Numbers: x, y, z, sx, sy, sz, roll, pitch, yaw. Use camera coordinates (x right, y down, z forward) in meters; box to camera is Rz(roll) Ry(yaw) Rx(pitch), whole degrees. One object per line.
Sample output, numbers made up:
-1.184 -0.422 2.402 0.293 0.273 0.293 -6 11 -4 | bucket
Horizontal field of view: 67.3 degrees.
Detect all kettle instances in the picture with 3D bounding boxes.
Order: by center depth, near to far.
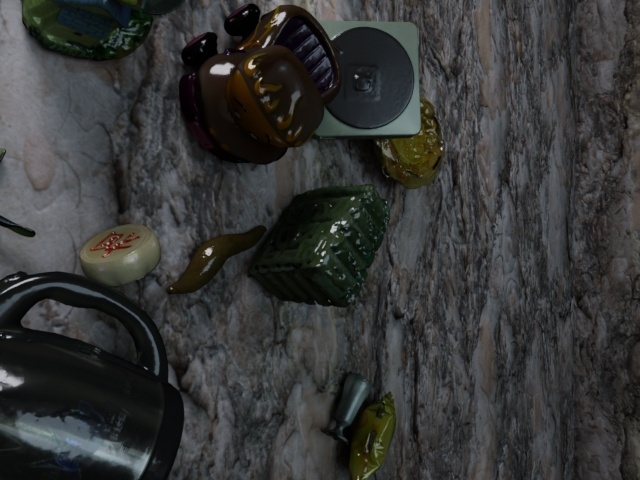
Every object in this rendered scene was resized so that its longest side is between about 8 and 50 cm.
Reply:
-0.367 0.206 0.657 0.324 0.228 0.321 38 63 -32 | kettle

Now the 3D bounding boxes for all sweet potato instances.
-0.190 0.022 0.929 0.249 0.059 0.069 -42 137 -38 | sweet potato

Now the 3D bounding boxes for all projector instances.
0.098 -0.367 1.115 0.256 0.079 0.260 -3 92 -9 | projector

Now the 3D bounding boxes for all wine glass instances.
0.066 0.403 1.160 0.072 0.072 0.156 45 61 -33 | wine glass

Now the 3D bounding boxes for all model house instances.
-0.312 -0.388 0.710 0.194 0.189 0.214 11 84 -42 | model house

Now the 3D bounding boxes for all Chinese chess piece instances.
-0.317 0.022 0.764 0.122 0.122 0.051 -36 130 -37 | Chinese chess piece

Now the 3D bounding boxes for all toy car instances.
-0.083 -0.295 0.897 0.341 0.240 0.271 -51 124 -24 | toy car

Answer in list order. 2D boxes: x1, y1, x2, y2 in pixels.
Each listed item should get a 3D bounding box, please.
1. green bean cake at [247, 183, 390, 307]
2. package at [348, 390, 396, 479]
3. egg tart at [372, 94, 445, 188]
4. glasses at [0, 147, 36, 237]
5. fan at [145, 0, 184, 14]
0.000 0.000 0.978 0.132 0.241 0.255 45 62 -29 | green bean cake
0.130 0.482 1.183 0.168 0.090 0.227 53 56 -70 | package
0.213 -0.259 1.269 0.290 0.107 0.291 4 85 -40 | egg tart
-0.483 -0.044 0.622 0.206 0.102 0.239 -36 113 -36 | glasses
-0.336 -0.462 0.820 0.223 0.012 0.295 28 72 -42 | fan
